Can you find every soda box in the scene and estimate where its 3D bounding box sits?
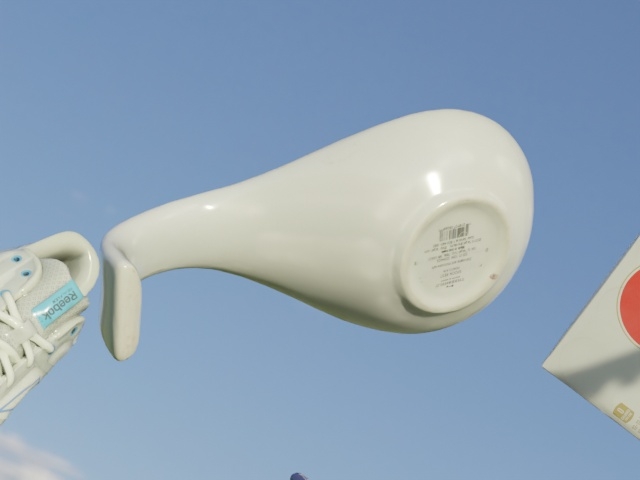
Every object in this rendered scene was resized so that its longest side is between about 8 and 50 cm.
[{"bbox_3d":[0.215,0.002,0.952,0.074,0.216,0.069,38,21,9],"label":"soda box"}]

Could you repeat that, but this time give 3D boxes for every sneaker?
[{"bbox_3d":[-0.141,0.041,0.727,0.083,0.191,0.071,-27,-72,19],"label":"sneaker"}]

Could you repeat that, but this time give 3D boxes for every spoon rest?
[{"bbox_3d":[0.000,0.000,0.956,0.276,0.137,0.084,-9,29,-29],"label":"spoon rest"}]

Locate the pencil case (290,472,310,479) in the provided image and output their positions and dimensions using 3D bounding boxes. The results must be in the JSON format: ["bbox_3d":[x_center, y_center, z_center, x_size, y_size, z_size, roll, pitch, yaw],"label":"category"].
[{"bbox_3d":[0.025,0.219,1.027,0.206,0.086,0.088,42,-12,-35],"label":"pencil case"}]
